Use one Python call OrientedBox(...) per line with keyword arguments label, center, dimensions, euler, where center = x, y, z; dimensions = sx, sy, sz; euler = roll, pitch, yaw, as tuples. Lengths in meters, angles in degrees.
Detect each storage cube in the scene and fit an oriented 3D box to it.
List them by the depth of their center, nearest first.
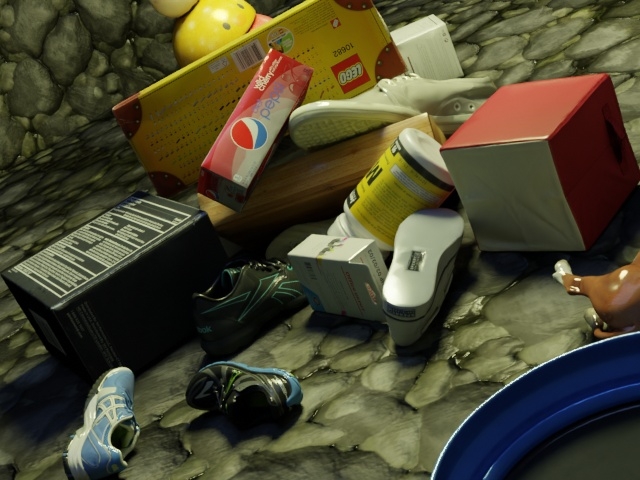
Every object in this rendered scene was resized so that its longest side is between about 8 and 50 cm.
OrientedBox(label="storage cube", center=(0.318, -0.108, 1.495), dimensions=(0.215, 0.184, 0.193), euler=(-1, 33, 44))

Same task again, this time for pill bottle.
OrientedBox(label="pill bottle", center=(0.111, -0.059, 1.587), dimensions=(0.208, 0.119, 0.119), euler=(-50, 13, 21))

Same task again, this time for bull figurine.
OrientedBox(label="bull figurine", center=(0.429, 0.020, 1.201), dimensions=(0.310, 0.101, 0.188), euler=(-27, 18, -12))

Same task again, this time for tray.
OrientedBox(label="tray", center=(0.022, -0.088, 1.765), dimensions=(0.411, 0.076, 0.203), euler=(-19, -17, 15))

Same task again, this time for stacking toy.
OrientedBox(label="stacking toy", center=(-0.213, -0.423, 2.300), dimensions=(0.350, 0.480, 0.351), euler=(-33, 32, 23))

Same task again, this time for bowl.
OrientedBox(label="bowl", center=(0.288, 0.218, 0.919), dimensions=(0.391, 0.077, 0.391), euler=(-20, 22, 9))

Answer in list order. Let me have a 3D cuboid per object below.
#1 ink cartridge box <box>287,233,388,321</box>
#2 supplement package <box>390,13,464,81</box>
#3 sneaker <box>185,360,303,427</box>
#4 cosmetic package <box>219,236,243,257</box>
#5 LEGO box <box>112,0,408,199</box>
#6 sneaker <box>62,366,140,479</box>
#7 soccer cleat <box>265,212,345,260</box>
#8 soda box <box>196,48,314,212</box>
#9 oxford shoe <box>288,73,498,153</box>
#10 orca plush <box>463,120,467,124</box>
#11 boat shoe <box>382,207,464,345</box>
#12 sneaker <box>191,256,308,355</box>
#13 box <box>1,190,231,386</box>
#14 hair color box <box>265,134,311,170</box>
OrientedBox(label="ink cartridge box", center=(0.044, 0.054, 1.511), dimensions=(0.061, 0.104, 0.181), euler=(-38, 26, -30))
OrientedBox(label="supplement package", center=(0.182, -0.401, 2.373), dimensions=(0.244, 0.134, 0.139), euler=(-23, 22, 3))
OrientedBox(label="sneaker", center=(-0.113, 0.206, 1.375), dimensions=(0.188, 0.067, 0.078), euler=(-3, 24, 37))
OrientedBox(label="cosmetic package", center=(-0.180, 0.004, 1.942), dimensions=(0.115, 0.041, 0.060), euler=(-37, 25, -28))
OrientedBox(label="LEGO box", center=(-0.103, -0.296, 1.964), dimensions=(0.500, 0.193, 0.372), euler=(-27, 9, 8))
OrientedBox(label="sneaker", center=(-0.286, 0.257, 1.442), dimensions=(0.081, 0.080, 0.211), euler=(-12, 34, 14))
OrientedBox(label="soccer cleat", center=(0.000, 0.000, 1.738), dimensions=(0.196, 0.068, 0.076), euler=(-21, 25, 2))
OrientedBox(label="soda box", center=(-0.105, -0.181, 1.679), dimensions=(0.092, 0.083, 0.263), euler=(113, -177, -62))
OrientedBox(label="oxford shoe", center=(0.136, -0.219, 1.772), dimensions=(0.449, 0.130, 0.169), euler=(-6, -16, -31))
OrientedBox(label="orca plush", center=(0.283, -0.103, 1.700), dimensions=(0.151, 0.102, 0.287), euler=(22, 40, -4))
OrientedBox(label="boat shoe", center=(0.139, 0.046, 1.455), dimensions=(0.095, 0.084, 0.258), euler=(13, 37, 19))
OrientedBox(label="sneaker", center=(-0.089, 0.070, 1.616), dimensions=(0.267, 0.106, 0.101), euler=(-37, 24, -32))
OrientedBox(label="box", center=(-0.333, 0.076, 1.745), dimensions=(0.294, 0.183, 0.296), euler=(-35, 25, -22))
OrientedBox(label="hair color box", center=(-0.016, -0.171, 2.081), dimensions=(0.374, 0.114, 0.185), euler=(-31, 22, -18))
